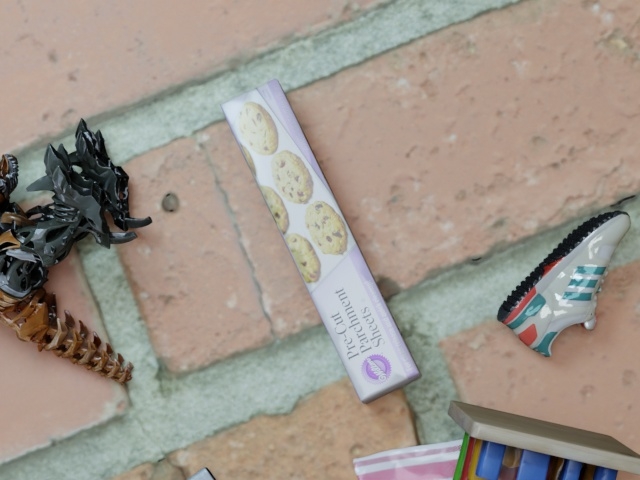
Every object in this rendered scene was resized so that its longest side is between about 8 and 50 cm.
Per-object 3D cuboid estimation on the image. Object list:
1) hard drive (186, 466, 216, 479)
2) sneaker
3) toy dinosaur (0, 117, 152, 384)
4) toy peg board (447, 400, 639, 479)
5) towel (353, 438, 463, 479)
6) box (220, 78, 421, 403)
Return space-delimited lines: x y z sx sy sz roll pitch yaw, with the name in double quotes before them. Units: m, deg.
"hard drive" -0.138 0.295 1.835 0.135 0.022 0.094 -36 81 -1
"sneaker" 0.248 0.043 1.835 0.161 0.057 0.075 -44 98 -4
"toy dinosaur" -0.291 -0.003 1.848 0.218 0.164 0.322 -37 120 13
"toy peg board" 0.198 0.210 1.746 0.161 0.160 0.079 13 92 -4
"towel" 0.117 0.290 1.815 0.144 0.029 0.197 -11 81 2
"box" 0.000 0.000 1.848 0.067 0.063 0.324 -25 81 1
